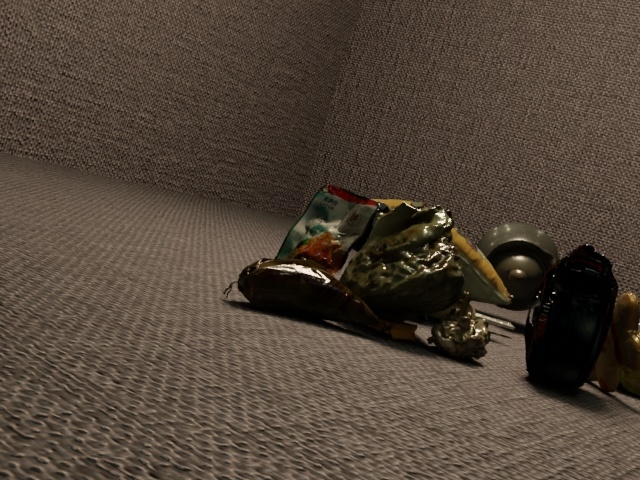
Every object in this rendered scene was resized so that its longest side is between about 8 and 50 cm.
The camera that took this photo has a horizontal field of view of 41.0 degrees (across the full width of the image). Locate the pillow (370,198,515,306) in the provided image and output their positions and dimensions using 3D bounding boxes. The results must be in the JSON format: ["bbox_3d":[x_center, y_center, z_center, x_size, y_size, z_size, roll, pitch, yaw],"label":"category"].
[{"bbox_3d":[0.237,0.018,1.853,0.310,0.119,0.312,40,-11,-22],"label":"pillow"}]

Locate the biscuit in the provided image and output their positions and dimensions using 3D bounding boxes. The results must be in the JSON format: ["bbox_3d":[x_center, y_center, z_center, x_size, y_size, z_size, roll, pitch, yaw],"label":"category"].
[{"bbox_3d":[0.510,0.192,1.530,0.030,0.153,0.234,4,-21,-8],"label":"biscuit"}]

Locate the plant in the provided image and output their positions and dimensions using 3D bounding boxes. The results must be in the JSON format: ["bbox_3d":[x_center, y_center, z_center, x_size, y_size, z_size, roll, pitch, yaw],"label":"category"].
[{"bbox_3d":[0.233,0.137,1.429,0.105,0.121,0.116,6,10,3],"label":"plant"}]

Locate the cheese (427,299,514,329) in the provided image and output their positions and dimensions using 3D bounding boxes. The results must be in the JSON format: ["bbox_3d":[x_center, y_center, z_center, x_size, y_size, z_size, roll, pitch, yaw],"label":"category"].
[{"bbox_3d":[0.314,0.160,1.896,0.252,0.054,0.127,16,7,-14],"label":"cheese"}]

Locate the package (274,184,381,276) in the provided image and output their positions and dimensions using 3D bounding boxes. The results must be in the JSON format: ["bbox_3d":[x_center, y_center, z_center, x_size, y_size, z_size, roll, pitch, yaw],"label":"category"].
[{"bbox_3d":[0.000,0.000,1.636,0.166,0.232,0.040,26,-10,41],"label":"package"}]

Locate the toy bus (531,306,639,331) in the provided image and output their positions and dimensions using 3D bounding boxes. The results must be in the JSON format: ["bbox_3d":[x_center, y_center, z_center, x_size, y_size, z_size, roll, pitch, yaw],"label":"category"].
[{"bbox_3d":[0.684,0.227,2.163,0.330,0.109,0.136,15,-5,-24],"label":"toy bus"}]

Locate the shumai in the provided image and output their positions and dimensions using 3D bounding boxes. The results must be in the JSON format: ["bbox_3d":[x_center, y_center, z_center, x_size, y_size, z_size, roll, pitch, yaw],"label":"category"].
[{"bbox_3d":[0.139,0.027,1.493,0.189,0.218,0.256,20,-20,-23],"label":"shumai"}]

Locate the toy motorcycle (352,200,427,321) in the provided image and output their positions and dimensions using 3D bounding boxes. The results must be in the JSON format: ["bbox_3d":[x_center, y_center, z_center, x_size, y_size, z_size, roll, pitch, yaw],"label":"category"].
[{"bbox_3d":[0.127,0.039,1.733,0.187,0.125,0.274,33,-26,57],"label":"toy motorcycle"}]

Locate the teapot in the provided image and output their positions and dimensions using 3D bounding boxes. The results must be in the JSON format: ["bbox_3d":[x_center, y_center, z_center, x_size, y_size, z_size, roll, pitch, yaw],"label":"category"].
[{"bbox_3d":[0.454,0.070,2.153,0.305,0.223,0.285,5,7,10],"label":"teapot"}]

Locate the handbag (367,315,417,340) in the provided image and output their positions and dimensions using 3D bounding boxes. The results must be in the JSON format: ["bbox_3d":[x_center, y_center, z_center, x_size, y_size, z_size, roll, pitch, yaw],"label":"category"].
[{"bbox_3d":[0.117,0.146,1.446,0.061,0.027,0.083,9,3,-39],"label":"handbag"}]

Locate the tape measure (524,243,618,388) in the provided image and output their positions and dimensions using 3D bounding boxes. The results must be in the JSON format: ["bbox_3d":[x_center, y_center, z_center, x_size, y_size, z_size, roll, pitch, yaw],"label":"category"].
[{"bbox_3d":[0.414,0.132,1.432,0.135,0.222,0.202,16,-10,16],"label":"tape measure"}]

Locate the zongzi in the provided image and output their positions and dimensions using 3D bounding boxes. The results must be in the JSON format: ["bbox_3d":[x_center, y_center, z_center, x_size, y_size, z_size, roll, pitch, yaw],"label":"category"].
[{"bbox_3d":[-0.022,0.091,1.325,0.184,0.084,0.187,31,18,32],"label":"zongzi"}]

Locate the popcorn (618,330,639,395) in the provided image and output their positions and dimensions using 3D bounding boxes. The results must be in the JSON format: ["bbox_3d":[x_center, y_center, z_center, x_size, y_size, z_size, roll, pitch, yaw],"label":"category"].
[{"bbox_3d":[0.595,0.226,1.630,0.126,0.126,0.145,-10,32,-12],"label":"popcorn"}]
